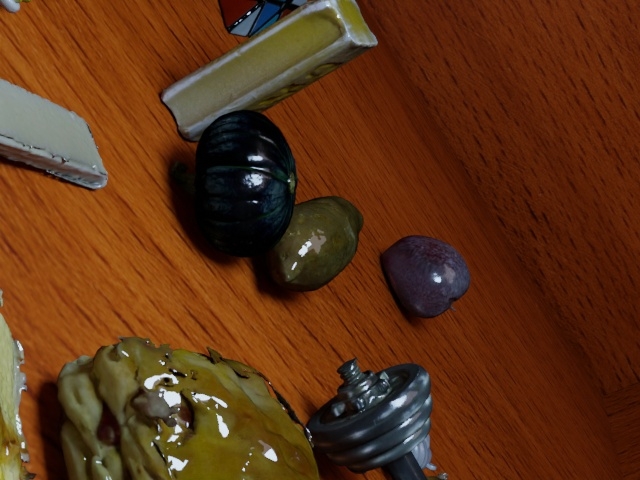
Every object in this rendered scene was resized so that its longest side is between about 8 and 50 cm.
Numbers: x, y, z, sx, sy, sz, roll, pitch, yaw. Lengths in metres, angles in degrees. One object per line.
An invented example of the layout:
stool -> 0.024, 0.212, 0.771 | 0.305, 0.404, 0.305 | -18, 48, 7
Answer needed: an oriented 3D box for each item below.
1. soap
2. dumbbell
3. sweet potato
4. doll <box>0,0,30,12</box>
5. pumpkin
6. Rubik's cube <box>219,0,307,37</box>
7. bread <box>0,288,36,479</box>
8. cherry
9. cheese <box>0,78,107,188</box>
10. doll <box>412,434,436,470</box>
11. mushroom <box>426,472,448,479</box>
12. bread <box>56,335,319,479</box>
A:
soap -> -0.068, -0.241, 1.396 | 0.089, 0.274, 0.173 | 62, 19, -1
dumbbell -> 0.130, 0.334, 1.301 | 0.406, 0.179, 0.179 | 61, 19, -6
sweet potato -> 0.001, -0.005, 1.515 | 0.130, 0.130, 0.422 | 63, 13, -2
doll -> -0.359, -0.293, 1.030 | 0.106, 0.062, 0.162 | 63, 19, 15
pumpkin -> -0.097, -0.070, 1.287 | 0.194, 0.150, 0.194 | 40, 40, -45
Rubik's cube -> -0.094, -0.445, 1.796 | 0.284, 0.250, 0.234 | 58, 38, -29
bread -> -0.232, 0.114, 0.707 | 0.178, 0.135, 0.240 | 37, 30, -52
cherry -> 0.205, 0.065, 1.916 | 0.176, 0.140, 0.176 | 34, 34, -27
cheese -> -0.311, -0.121, 0.920 | 0.400, 0.034, 0.085 | 26, 45, -71
doll -> 0.101, 0.284, 1.464 | 0.180, 0.079, 0.094 | 43, 0, -15
mushroom -> 0.174, 0.407, 1.474 | 0.170, 0.080, 0.135 | -77, 147, -57
bread -> -0.078, 0.249, 0.883 | 0.277, 0.167, 0.324 | 32, 36, -56
